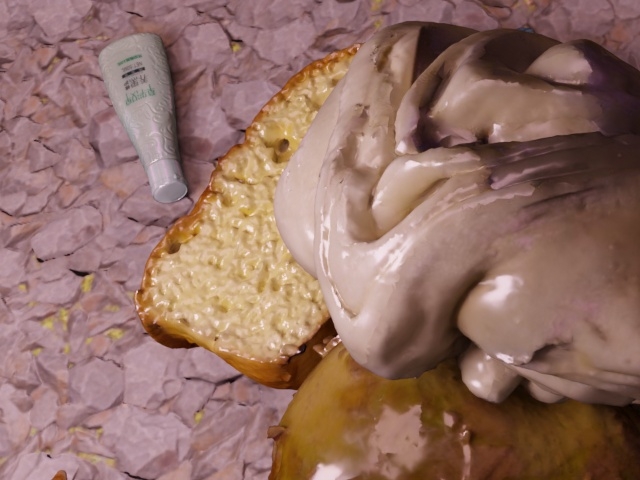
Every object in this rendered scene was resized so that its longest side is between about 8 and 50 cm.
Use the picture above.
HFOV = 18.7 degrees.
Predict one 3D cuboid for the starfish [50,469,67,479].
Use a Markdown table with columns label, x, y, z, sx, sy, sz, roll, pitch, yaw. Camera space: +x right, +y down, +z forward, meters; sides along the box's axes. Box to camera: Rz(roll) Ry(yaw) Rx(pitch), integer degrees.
| label | x | y | z | sx | sy | sz | roll | pitch | yaw |
| --- | --- | --- | --- | --- | --- | --- | --- | --- | --- |
| starfish | -0.332 | 0.335 | 1.633 | 0.375 | 0.094 | 0.327 | -42 | 37 | -18 |

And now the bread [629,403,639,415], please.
| label | x | y | z | sx | sy | sz | roll | pitch | yaw |
| --- | --- | --- | --- | --- | --- | --- | --- | --- | --- |
| bread | 0.281 | 0.071 | 1.645 | 0.140 | 0.106 | 0.236 | -6 | 57 | 0 |

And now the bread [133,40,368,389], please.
| label | x | y | z | sx | sy | sz | roll | pitch | yaw |
| --- | --- | --- | --- | --- | --- | --- | --- | --- | --- |
| bread | 0.000 | 0.000 | 1.731 | 0.194 | 0.179 | 0.340 | 27 | 69 | 26 |

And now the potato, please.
| label | x | y | z | sx | sy | sz | roll | pitch | yaw |
| --- | --- | --- | --- | --- | --- | --- | --- | --- | --- |
| potato | 0.099 | 0.196 | 1.526 | 0.300 | 0.196 | 0.246 | 12 | 102 | 23 |

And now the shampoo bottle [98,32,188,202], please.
| label | x | y | z | sx | sy | sz | roll | pitch | yaw |
| --- | --- | --- | --- | --- | --- | --- | --- | --- | --- |
| shampoo bottle | -0.171 | -0.121 | 1.928 | 0.069 | 0.041 | 0.190 | -17 | 58 | 0 |

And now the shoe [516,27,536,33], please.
| label | x | y | z | sx | sy | sz | roll | pitch | yaw |
| --- | --- | --- | --- | --- | --- | --- | --- | --- | --- |
| shoe | 0.173 | -0.153 | 1.831 | 0.207 | 0.091 | 0.106 | 18 | 45 | 29 |

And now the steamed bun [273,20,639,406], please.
| label | x | y | z | sx | sy | sz | roll | pitch | yaw |
| --- | --- | --- | --- | --- | --- | --- | --- | --- | --- |
| steamed bun | 0.150 | -0.039 | 1.469 | 0.339 | 0.247 | 0.352 | 5 | 40 | -14 |
